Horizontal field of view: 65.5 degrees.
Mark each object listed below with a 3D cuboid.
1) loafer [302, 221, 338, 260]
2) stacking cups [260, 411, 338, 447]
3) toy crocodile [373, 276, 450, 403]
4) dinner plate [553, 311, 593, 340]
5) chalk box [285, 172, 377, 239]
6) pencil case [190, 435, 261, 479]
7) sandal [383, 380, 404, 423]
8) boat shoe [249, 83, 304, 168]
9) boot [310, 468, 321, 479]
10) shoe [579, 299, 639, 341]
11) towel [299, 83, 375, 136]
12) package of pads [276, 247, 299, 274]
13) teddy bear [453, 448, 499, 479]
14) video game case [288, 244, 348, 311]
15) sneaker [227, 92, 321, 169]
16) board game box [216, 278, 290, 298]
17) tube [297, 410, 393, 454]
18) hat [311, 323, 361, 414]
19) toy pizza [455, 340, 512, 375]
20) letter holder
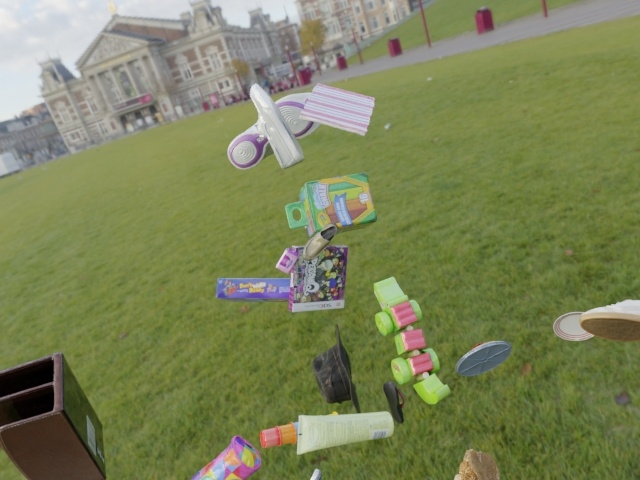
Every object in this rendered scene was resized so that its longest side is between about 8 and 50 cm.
[{"bbox_3d":[0.000,0.000,1.535,0.148,0.056,0.050,-51,1,-8],"label":"loafer"},{"bbox_3d":[-0.075,0.753,1.944,0.316,0.096,0.096,-6,13,-23],"label":"stacking cups"},{"bbox_3d":[0.230,0.254,1.293,0.115,0.341,0.105,-13,-21,-15],"label":"toy crocodile"},{"bbox_3d":[0.845,0.280,1.642,0.141,0.141,0.017,-10,35,24],"label":"dinner plate"},{"bbox_3d":[0.026,-0.113,1.755,0.288,0.181,0.179,-12,-6,-12],"label":"chalk box"},{"bbox_3d":[-0.252,0.580,1.208,0.236,0.104,0.104,-43,16,12],"label":"pencil case"},{"bbox_3d":[0.238,0.501,1.563,0.040,0.179,0.067,-29,33,-20],"label":"sandal"},{"bbox_3d":[-0.104,-0.236,1.047,0.063,0.184,0.066,-29,15,16],"label":"boat shoe"},{"bbox_3d":[0.002,0.842,1.661,0.086,0.190,0.069,19,35,15],"label":"boot"},{"bbox_3d":[0.625,0.155,0.973,0.218,0.077,0.058,1,41,17],"label":"shoe"},{"bbox_3d":[0.042,-0.284,1.084,0.144,0.029,0.197,15,37,2],"label":"towel"},{"bbox_3d":[-0.110,0.068,1.660,0.083,0.050,0.032,-57,9,28],"label":"package of pads"},{"bbox_3d":[0.407,0.720,1.265,0.245,0.338,0.113,10,-41,-32],"label":"teddy bear"},{"bbox_3d":[-0.007,0.133,1.766,0.210,0.232,0.041,0,9,-27],"label":"video game case"},{"bbox_3d":[-0.111,-0.307,1.332,0.305,0.114,0.152,-26,17,19],"label":"sneaker"},{"bbox_3d":[-0.216,0.205,2.020,0.346,0.078,0.233,-1,-11,8],"label":"board game box"},{"bbox_3d":[0.058,0.452,1.196,0.240,0.062,0.070,1,52,-22],"label":"tube"},{"bbox_3d":[0.044,0.467,1.732,0.133,0.332,0.331,-17,19,2],"label":"hat"},{"bbox_3d":[0.545,0.391,1.673,0.201,0.201,0.032,-19,49,-1],"label":"toy pizza"},{"bbox_3d":[-0.617,0.419,1.070,0.214,0.302,0.152,-15,43,-17],"label":"letter holder"}]
